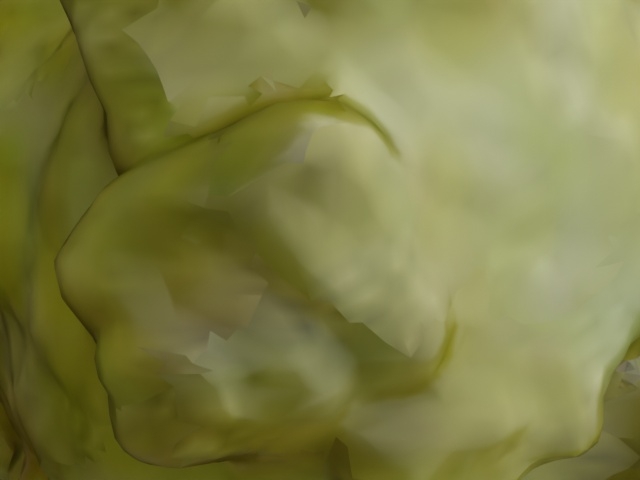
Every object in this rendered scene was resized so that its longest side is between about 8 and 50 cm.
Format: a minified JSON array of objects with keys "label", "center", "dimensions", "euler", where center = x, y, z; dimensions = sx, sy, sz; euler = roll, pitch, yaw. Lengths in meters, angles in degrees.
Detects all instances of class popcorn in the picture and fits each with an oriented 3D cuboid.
[{"label":"popcorn","center":[0.000,0.000,0.486],"dimensions":[0.235,0.250,0.242],"euler":[-50,116,-33]}]
